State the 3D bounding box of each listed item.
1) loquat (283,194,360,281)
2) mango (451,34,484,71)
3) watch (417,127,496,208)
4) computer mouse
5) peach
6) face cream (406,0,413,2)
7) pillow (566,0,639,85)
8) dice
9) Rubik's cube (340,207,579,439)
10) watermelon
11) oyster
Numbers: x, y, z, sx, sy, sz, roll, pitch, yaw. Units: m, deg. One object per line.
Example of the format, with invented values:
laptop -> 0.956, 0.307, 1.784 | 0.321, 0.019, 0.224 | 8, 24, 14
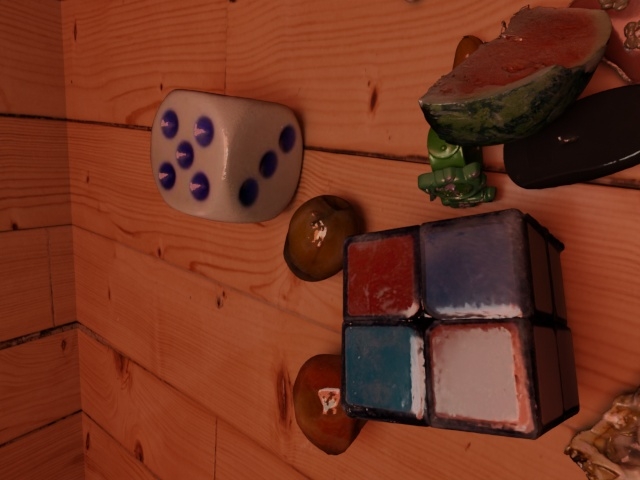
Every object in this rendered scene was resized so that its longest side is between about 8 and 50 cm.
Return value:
loquat -> 0.000, 0.000, 1.034 | 0.179, 0.179, 0.227 | 39, 121, 25
mango -> 0.291, -0.337, 0.825 | 0.077, 0.063, 0.126 | 8, 104, 43
watch -> 0.269, -0.157, 0.844 | 0.131, 0.165, 0.151 | -7, 69, 39
computer mouse -> 0.452, -0.170, 0.718 | 0.270, 0.087, 0.137 | -10, 79, 53
peach -> 0.035, 0.405, 1.054 | 0.215, 0.214, 0.235 | 1, 77, 37
face cream -> 0.242, -0.590, 0.805 | 0.269, 0.082, 0.081 | -46, 71, 32
pillow -> 0.490, -0.364, 0.664 | 0.179, 0.075, 0.171 | 46, 122, 23
dice -> -0.247, -0.225, 1.116 | 0.304, 0.277, 0.303 | 20, 111, 35
Rubik's cube -> 0.245, 0.147, 0.746 | 0.319, 0.316, 0.312 | -10, 73, 39
watermelon -> 0.300, -0.247, 0.673 | 0.180, 0.305, 0.224 | 48, 161, 4
oyster -> 0.583, 0.373, 0.724 | 0.201, 0.107, 0.354 | 53, 139, 41
